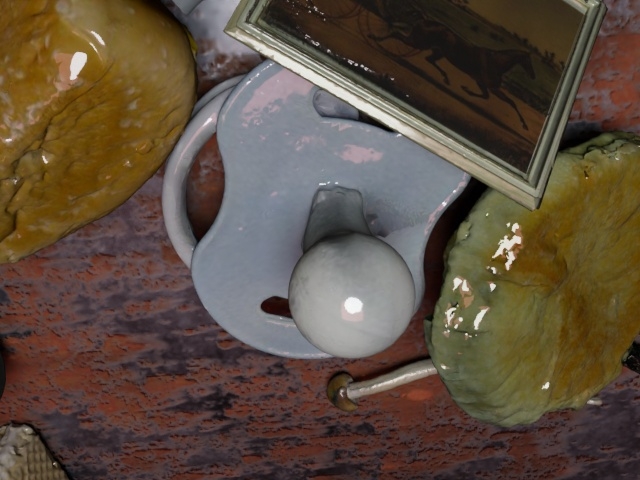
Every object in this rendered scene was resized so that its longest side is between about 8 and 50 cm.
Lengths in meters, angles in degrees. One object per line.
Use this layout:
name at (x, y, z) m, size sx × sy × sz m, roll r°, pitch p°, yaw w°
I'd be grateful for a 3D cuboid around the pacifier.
pacifier at (0.000, 0.000, 0.483) m, size 0.244 × 0.233 × 0.299 m, roll 7°, pitch 116°, yaw -15°

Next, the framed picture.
framed picture at (0.085, -0.162, 0.449) m, size 0.252 × 0.014 × 0.197 m, roll 27°, pitch 72°, yaw -10°

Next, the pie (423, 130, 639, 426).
pie at (0.213, 0.040, 0.557) m, size 0.307 × 0.071 × 0.306 m, roll -17°, pitch 122°, yaw -30°

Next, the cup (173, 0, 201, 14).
cup at (-0.087, -0.234, 0.391) m, size 0.129 × 0.095 × 0.128 m, roll -37°, pitch 149°, yaw 6°

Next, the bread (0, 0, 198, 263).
bread at (-0.216, -0.105, 0.452) m, size 0.246 × 0.176 × 0.195 m, roll -41°, pitch 74°, yaw 12°

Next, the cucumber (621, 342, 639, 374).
cucumber at (0.381, 0.141, 0.681) m, size 0.135 × 0.034 × 0.033 m, roll 19°, pitch 110°, yaw -11°

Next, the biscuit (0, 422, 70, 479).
biscuit at (-0.299, 0.416, 0.743) m, size 0.079 × 0.144 × 0.425 m, roll -15°, pitch 116°, yaw 7°

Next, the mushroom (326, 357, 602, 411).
mushroom at (0.160, 0.153, 0.681) m, size 0.307 × 0.043 × 0.068 m, roll -2°, pitch 135°, yaw -2°

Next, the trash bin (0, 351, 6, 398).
trash bin at (-0.483, 0.187, 0.585) m, size 0.334 × 0.214 × 0.214 m, roll -34°, pitch 113°, yaw 7°
